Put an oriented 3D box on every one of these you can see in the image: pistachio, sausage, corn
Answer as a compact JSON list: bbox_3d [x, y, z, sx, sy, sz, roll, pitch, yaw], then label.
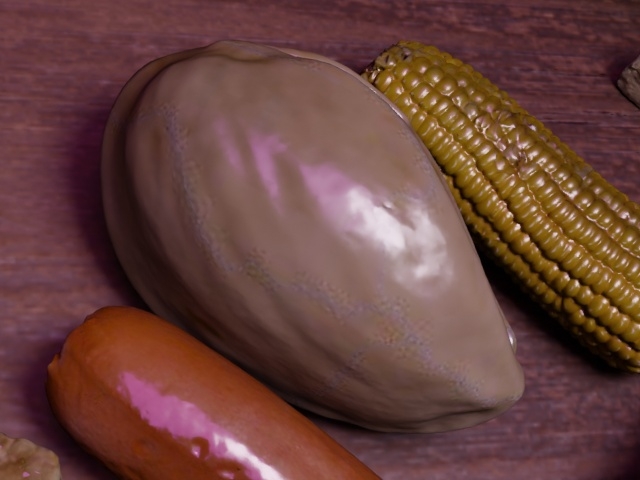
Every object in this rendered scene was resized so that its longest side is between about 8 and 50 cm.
[{"bbox_3d":[0.000,0.000,0.609,0.238,0.153,0.138,34,21,-4],"label":"pistachio"},{"bbox_3d":[-0.036,0.105,0.582,0.197,0.076,0.076,38,61,-1],"label":"sausage"},{"bbox_3d":[0.111,-0.021,0.681,0.231,0.080,0.080,43,61,3],"label":"corn"}]

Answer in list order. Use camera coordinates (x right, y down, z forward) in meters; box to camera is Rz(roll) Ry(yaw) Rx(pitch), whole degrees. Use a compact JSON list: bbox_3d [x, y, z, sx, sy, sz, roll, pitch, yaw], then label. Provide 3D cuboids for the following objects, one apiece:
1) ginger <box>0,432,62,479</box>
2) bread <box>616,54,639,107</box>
[{"bbox_3d":[-0.202,0.149,0.511,0.213,0.074,0.137,-9,70,-15],"label":"ginger"},{"bbox_3d":[0.274,-0.108,0.774,0.152,0.077,0.105,-35,82,-29],"label":"bread"}]
